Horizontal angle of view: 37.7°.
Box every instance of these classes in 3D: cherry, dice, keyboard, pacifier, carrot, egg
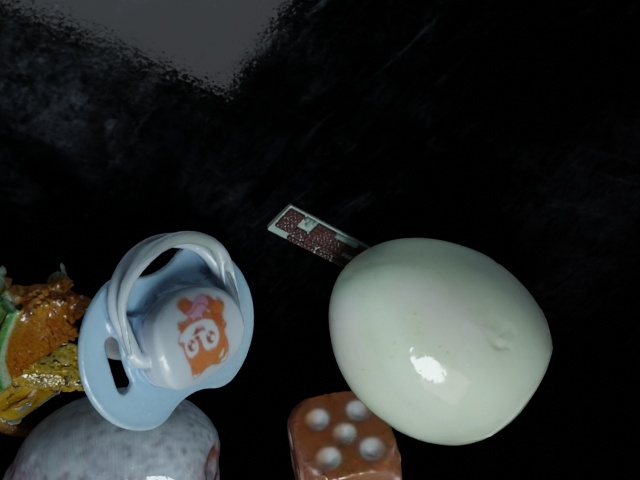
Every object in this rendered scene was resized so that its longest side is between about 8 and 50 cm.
[{"bbox_3d":[-0.302,0.372,1.453,0.335,0.291,0.326,25,143,-18],"label":"cherry"},{"bbox_3d":[0.037,0.381,1.642,0.175,0.179,0.174,-13,137,-9],"label":"dice"},{"bbox_3d":[0.000,0.000,1.345,0.166,0.017,0.055,28,123,-36],"label":"keyboard"},{"bbox_3d":[-0.237,0.115,1.295,0.233,0.244,0.299,-6,-166,43],"label":"pacifier"},{"bbox_3d":[-0.495,0.297,1.505,0.035,0.036,0.165,-31,138,16],"label":"carrot"},{"bbox_3d":[0.161,0.139,1.347,0.345,0.283,0.283,35,119,-23],"label":"egg"}]

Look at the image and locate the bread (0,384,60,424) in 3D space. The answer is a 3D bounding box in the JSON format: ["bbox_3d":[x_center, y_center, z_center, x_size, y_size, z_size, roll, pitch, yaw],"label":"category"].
[{"bbox_3d":[-0.457,0.239,1.441,0.106,0.053,0.072,-34,138,12],"label":"bread"}]

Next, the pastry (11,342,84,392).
[{"bbox_3d":[-0.403,0.185,1.381,0.140,0.080,0.056,2,146,-18],"label":"pastry"}]

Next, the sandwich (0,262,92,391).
[{"bbox_3d":[-0.414,0.114,1.295,0.160,0.109,0.185,-10,139,-35],"label":"sandwich"}]
